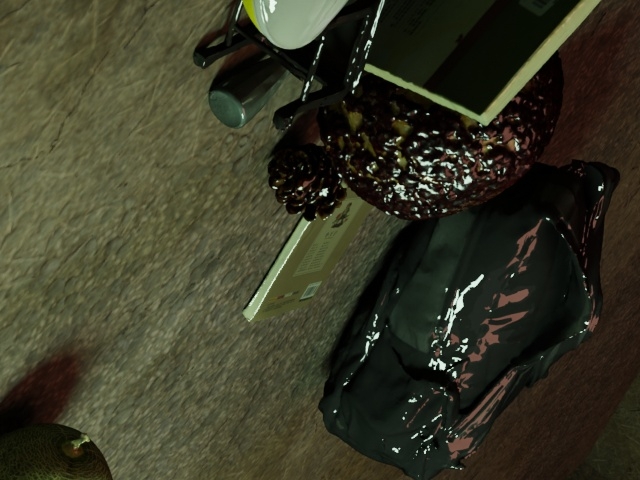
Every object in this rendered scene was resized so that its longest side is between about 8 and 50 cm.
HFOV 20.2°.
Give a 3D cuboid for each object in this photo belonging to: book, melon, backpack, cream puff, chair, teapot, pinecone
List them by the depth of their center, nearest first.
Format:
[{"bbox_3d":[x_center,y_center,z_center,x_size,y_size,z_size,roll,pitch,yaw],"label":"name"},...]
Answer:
[{"bbox_3d":[0.019,-0.199,1.491,0.229,0.106,0.113,-31,152,-41],"label":"chair"},{"bbox_3d":[0.122,-0.207,1.508,0.201,0.289,0.026,-49,124,-4],"label":"book"},{"bbox_3d":[-0.046,-0.142,1.556,0.111,0.043,0.042,-41,159,-31],"label":"teapot"},{"bbox_3d":[0.102,-0.139,1.634,0.239,0.239,0.165,-47,127,-8],"label":"cream puff"},{"bbox_3d":[-0.259,0.241,1.641,0.139,0.139,0.192,-20,149,-55],"label":"melon"},{"bbox_3d":[-0.016,-0.059,1.731,0.083,0.077,0.077,17,113,-44],"label":"pinecone"},{"bbox_3d":[0.000,0.000,1.952,0.198,0.016,0.138,-58,159,22],"label":"book"},{"bbox_3d":[0.203,0.080,2.212,0.363,0.255,0.445,-35,154,-52],"label":"backpack"}]

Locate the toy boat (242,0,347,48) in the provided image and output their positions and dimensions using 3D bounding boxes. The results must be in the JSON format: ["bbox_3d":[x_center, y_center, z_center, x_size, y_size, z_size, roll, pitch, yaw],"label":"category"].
[{"bbox_3d":[-0.007,-0.273,1.258,0.141,0.141,0.269,-25,148,-51],"label":"toy boat"}]
